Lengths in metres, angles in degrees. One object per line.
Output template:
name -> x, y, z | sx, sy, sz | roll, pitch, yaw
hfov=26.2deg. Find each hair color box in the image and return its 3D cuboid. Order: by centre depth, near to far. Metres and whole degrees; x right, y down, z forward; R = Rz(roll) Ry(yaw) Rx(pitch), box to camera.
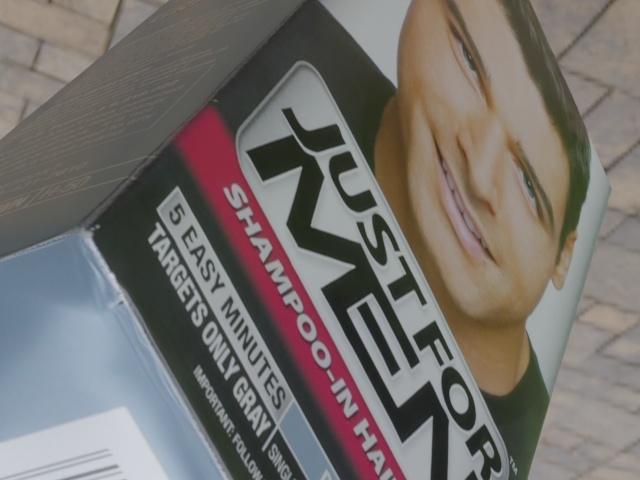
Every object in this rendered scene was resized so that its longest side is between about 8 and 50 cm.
hair color box -> 0.000, 0.000, 0.505 | 0.114, 0.374, 0.185 | -18, 111, 27
